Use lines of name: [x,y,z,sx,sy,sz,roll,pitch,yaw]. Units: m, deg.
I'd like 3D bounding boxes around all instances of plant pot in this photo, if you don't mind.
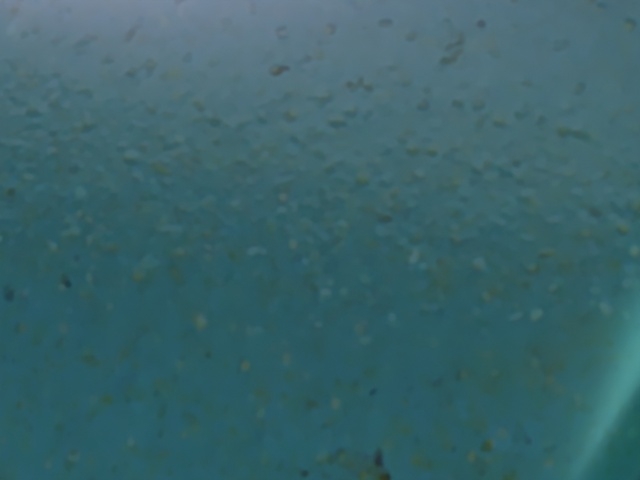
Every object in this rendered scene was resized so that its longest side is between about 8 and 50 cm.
plant pot: [0.000,0.000,0.457,0.247,0.248,0.252,8,59,13]
